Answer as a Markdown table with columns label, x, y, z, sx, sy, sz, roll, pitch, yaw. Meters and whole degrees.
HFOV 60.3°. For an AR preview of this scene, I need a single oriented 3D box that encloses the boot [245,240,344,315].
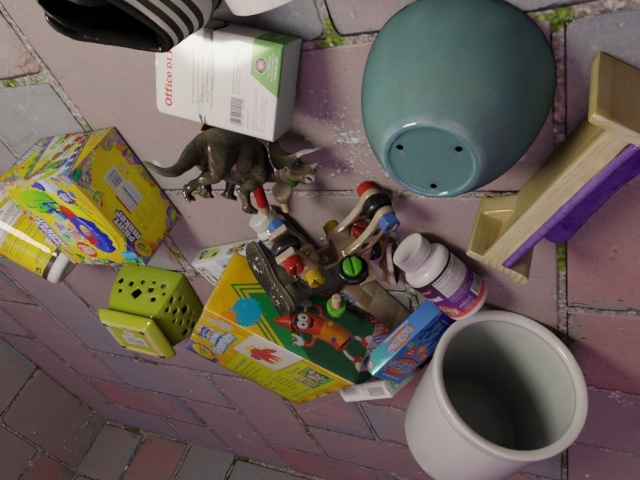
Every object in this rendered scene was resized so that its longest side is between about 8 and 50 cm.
| label | x | y | z | sx | sy | sz | roll | pitch | yaw |
| --- | --- | --- | --- | --- | --- | --- | --- | --- | --- |
| boot | -0.041 | 0.049 | 1.217 | 0.189 | 0.209 | 0.076 | 60 | 148 | -1 |

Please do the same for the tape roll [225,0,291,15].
| label | x | y | z | sx | sy | sz | roll | pitch | yaw |
| --- | --- | --- | --- | --- | --- | --- | --- | --- | --- |
| tape roll | -0.043 | -0.396 | 0.616 | 0.246 | 0.246 | 0.169 | -5 | 135 | 34 |

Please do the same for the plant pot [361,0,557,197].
| label | x | y | z | sx | sy | sz | roll | pitch | yaw |
| --- | --- | --- | --- | --- | --- | --- | --- | --- | --- |
| plant pot | 0.180 | -0.176 | 0.806 | 0.291 | 0.195 | 0.290 | 16 | 143 | 12 |

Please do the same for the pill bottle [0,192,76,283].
| label | x | y | z | sx | sy | sz | roll | pitch | yaw |
| --- | --- | --- | --- | --- | --- | --- | --- | --- | --- |
| pill bottle | -0.849 | -0.035 | 1.572 | 0.334 | 0.187 | 0.188 | 33 | 143 | -10 |

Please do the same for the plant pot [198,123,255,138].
| label | x | y | z | sx | sy | sz | roll | pitch | yaw |
| --- | --- | --- | --- | --- | --- | --- | --- | --- | --- |
| plant pot | -0.167 | -0.213 | 1.058 | 0.082 | 0.081 | 0.083 | 0 | 147 | 29 |

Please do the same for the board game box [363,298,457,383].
| label | x | y | z | sx | sy | sz | roll | pitch | yaw |
| --- | --- | --- | --- | --- | --- | --- | --- | --- | --- |
| board game box | 0.214 | 0.237 | 1.272 | 0.047 | 0.210 | 0.160 | 50 | -170 | 35 |

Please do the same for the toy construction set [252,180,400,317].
| label | x | y | z | sx | sy | sz | roll | pitch | yaw |
| --- | --- | --- | --- | --- | --- | --- | --- | --- | --- |
| toy construction set | 0.000 | 0.000 | 1.141 | 0.309 | 0.257 | 0.237 | 35 | 161 | 20 |

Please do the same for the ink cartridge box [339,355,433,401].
| label | x | y | z | sx | sy | sz | roll | pitch | yaw |
| --- | --- | --- | --- | --- | --- | --- | --- | --- | --- |
| ink cartridge box | 0.182 | 0.354 | 1.486 | 0.181 | 0.225 | 0.056 | -25 | 93 | 47 |

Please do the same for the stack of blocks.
| label | x | y | z | sx | sy | sz | roll | pitch | yaw |
| --- | --- | --- | --- | --- | --- | --- | --- | --- | --- |
| stack of blocks | 0.119 | 0.200 | 1.402 | 0.297 | 0.087 | 0.171 | 41 | 141 | -22 |

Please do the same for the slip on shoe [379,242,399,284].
| label | x | y | z | sx | sy | sz | roll | pitch | yaw |
| --- | --- | --- | --- | --- | --- | --- | --- | --- | --- |
| slip on shoe | 0.150 | 0.052 | 1.235 | 0.041 | 0.051 | 0.135 | 7 | 148 | 18 |

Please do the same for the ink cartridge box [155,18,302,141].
| label | x | y | z | sx | sy | sz | roll | pitch | yaw |
| --- | --- | --- | --- | --- | --- | --- | --- | --- | --- |
| ink cartridge box | -0.156 | -0.276 | 0.922 | 0.220 | 0.092 | 0.160 | 17 | 122 | 11 |

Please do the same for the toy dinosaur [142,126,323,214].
| label | x | y | z | sx | sy | sz | roll | pitch | yaw |
| --- | --- | --- | --- | --- | --- | --- | --- | --- | --- |
| toy dinosaur | -0.165 | -0.141 | 0.987 | 0.314 | 0.160 | 0.121 | 11 | -162 | -33 |

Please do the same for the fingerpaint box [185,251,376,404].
| label | x | y | z | sx | sy | sz | roll | pitch | yaw |
| --- | --- | --- | --- | --- | --- | --- | --- | --- | --- |
| fingerpaint box | -0.123 | 0.243 | 1.394 | 0.371 | 0.163 | 0.445 | 28 | 152 | -6 |

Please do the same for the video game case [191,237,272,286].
| label | x | y | z | sx | sy | sz | roll | pitch | yaw |
| --- | --- | --- | --- | --- | --- | --- | --- | --- | --- |
| video game case | -0.173 | 0.114 | 1.482 | 0.244 | 0.061 | 0.269 | -9 | 133 | 39 |

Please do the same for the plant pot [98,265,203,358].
| label | x | y | z | sx | sy | sz | roll | pitch | yaw |
| --- | --- | --- | --- | --- | --- | --- | --- | --- | --- |
| plant pot | -0.526 | 0.228 | 1.703 | 0.228 | 0.207 | 0.227 | 8 | 140 | 20 |

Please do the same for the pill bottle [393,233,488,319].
| label | x | y | z | sx | sy | sz | roll | pitch | yaw |
| --- | --- | --- | --- | --- | --- | --- | --- | --- | --- |
| pill bottle | 0.248 | 0.073 | 1.153 | 0.193 | 0.108 | 0.108 | 39 | 142 | -18 |

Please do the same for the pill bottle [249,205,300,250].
| label | x | y | z | sx | sy | sz | roll | pitch | yaw |
| --- | --- | --- | --- | --- | --- | --- | --- | --- | --- |
| pill bottle | -0.096 | -0.012 | 1.267 | 0.078 | 0.078 | 0.137 | -14 | 129 | 41 |

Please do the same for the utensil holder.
| label | x | y | z | sx | sy | sz | roll | pitch | yaw |
| --- | --- | --- | --- | --- | --- | --- | --- | --- | --- |
| utensil holder | 0.382 | 0.398 | 1.307 | 0.328 | 0.327 | 0.385 | 19 | 145 | 7 |

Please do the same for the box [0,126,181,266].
| label | x | y | z | sx | sy | sz | roll | pitch | yaw |
| --- | --- | --- | --- | --- | --- | --- | --- | --- | --- |
| box | -0.556 | -0.097 | 1.341 | 0.279 | 0.177 | 0.289 | 0 | 137 | 31 |

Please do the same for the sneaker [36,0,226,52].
| label | x | y | z | sx | sy | sz | roll | pitch | yaw |
| --- | --- | --- | --- | --- | --- | --- | --- | --- | --- |
| sneaker | -0.323 | -0.439 | 0.708 | 0.447 | 0.257 | 0.169 | 43 | 140 | -23 |

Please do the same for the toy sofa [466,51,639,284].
| label | x | y | z | sx | sy | sz | roll | pitch | yaw |
| --- | --- | --- | --- | --- | --- | --- | --- | --- | --- |
| toy sofa | 0.392 | -0.080 | 0.845 | 0.177 | 0.150 | 0.362 | 26 | 144 | 0 |
